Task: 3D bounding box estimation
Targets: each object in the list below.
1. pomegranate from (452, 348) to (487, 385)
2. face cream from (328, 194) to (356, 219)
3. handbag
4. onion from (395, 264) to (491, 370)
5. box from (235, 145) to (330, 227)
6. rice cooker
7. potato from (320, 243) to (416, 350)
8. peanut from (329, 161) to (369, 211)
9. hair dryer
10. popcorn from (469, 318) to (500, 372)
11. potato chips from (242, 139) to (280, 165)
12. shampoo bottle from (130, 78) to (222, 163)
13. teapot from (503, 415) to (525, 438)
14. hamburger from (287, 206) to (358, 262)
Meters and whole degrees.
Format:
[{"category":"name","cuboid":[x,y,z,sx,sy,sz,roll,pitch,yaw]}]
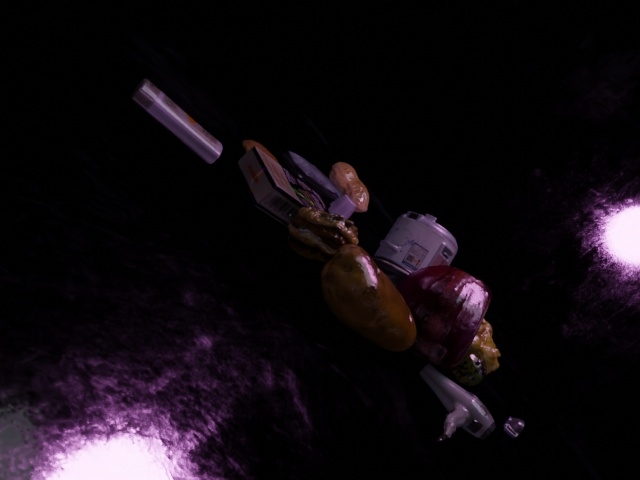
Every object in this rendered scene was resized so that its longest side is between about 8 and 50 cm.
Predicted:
[{"category":"pomegranate","cuboid":[0.491,0.431,1.740,0.122,0.122,0.161,52,-21,13]},{"category":"face cream","cuboid":[0.086,-0.125,2.014,0.091,0.095,0.091,45,13,-13]},{"category":"handbag","cuboid":[-0.015,-0.242,2.096,0.332,0.075,0.191,31,18,-44]},{"category":"onion","cuboid":[0.329,0.199,1.481,0.260,0.282,0.336,32,6,14]},{"category":"box","cuboid":[-0.086,-0.114,1.460,0.310,0.084,0.198,34,19,-45]},{"category":"rice cooker","cuboid":[0.322,0.067,1.818,0.264,0.317,0.316,24,-10,48]},{"category":"potato","cuboid":[0.123,0.159,1.242,0.195,0.176,0.369,5,-31,41]},{"category":"peanut","cuboid":[0.137,-0.255,2.478,0.149,0.149,0.313,27,29,-57]},{"category":"hair dryer","cuboid":[0.311,0.405,1.314,0.267,0.092,0.229,20,22,-45]},{"category":"popcorn","cuboid":[0.541,0.379,1.877,0.266,0.192,0.233,35,37,-52]},{"category":"potato chips","cuboid":[-0.180,-0.266,1.671,0.201,0.049,0.150,40,20,-56]},{"category":"shampoo bottle","cuboid":[-0.329,-0.273,1.192,0.227,0.056,0.086,41,14,-29]},{"category":"teapot","cuboid":[0.664,0.645,1.779,0.057,0.066,0.088,33,31,21]},{"category":"hamburger","cuboid":[0.000,0.000,1.315,0.183,0.130,0.206,25,-11,13]}]
